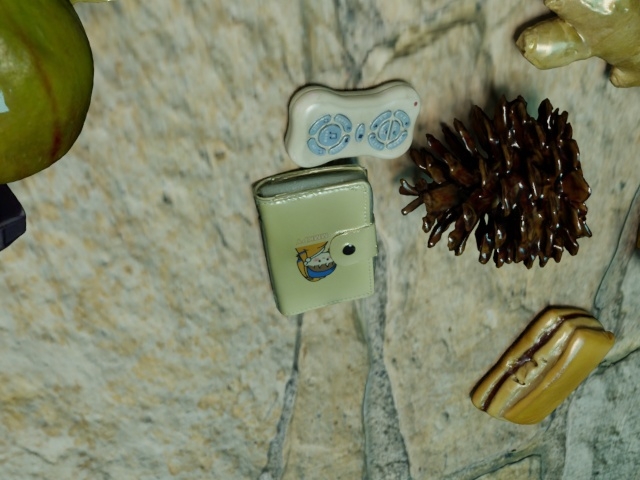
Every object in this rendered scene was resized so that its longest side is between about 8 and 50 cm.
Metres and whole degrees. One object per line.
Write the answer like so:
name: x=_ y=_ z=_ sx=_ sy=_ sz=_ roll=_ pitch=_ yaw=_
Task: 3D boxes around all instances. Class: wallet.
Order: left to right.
wallet: x=0.000 y=0.000 z=0.704 sx=0.110 sy=0.039 sz=0.155 roll=-11 pitch=133 yaw=-5

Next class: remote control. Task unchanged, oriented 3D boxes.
remote control: x=0.029 y=-0.101 z=0.640 sx=0.122 sy=0.032 sz=0.074 roll=-9 pitch=131 yaw=-22

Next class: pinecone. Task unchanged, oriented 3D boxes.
pinecone: x=0.155 y=-0.050 z=0.673 sx=0.165 sy=0.163 sz=0.163 roll=-6 pitch=134 yaw=4

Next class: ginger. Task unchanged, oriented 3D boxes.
ginger: x=0.319 y=-0.191 z=0.693 sx=0.299 sy=0.065 sz=0.118 roll=6 pitch=138 yaw=-30

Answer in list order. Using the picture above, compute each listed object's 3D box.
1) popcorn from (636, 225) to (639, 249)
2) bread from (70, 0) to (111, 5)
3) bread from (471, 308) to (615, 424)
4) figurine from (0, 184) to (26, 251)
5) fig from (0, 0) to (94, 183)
popcorn: x=0.490 y=0.004 z=0.894 sx=0.198 sy=0.155 sz=0.197 roll=-9 pitch=119 yaw=-17
bread: x=-0.142 y=-0.198 z=0.422 sx=0.246 sy=0.102 sz=0.094 roll=-15 pitch=139 yaw=-14
bread: x=0.307 y=0.181 z=1.009 sx=0.116 sy=0.077 sz=0.200 roll=10 pitch=123 yaw=-44
figurine: x=-0.335 y=-0.021 z=0.429 sx=0.309 sy=0.308 sz=0.143 roll=-18 pitch=90 yaw=-14
fig: x=-0.170 y=-0.135 z=0.318 sx=0.124 sy=0.124 sz=0.236 roll=-11 pitch=126 yaw=-19
